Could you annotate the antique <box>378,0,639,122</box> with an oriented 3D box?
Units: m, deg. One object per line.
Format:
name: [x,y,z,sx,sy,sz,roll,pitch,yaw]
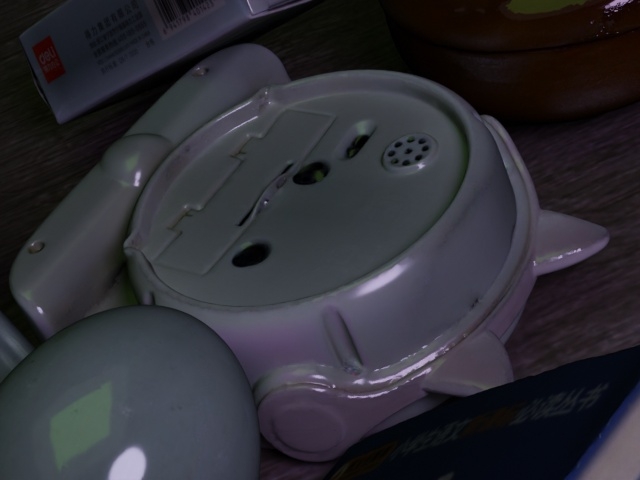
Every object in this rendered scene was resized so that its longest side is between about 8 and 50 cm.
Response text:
antique: [0.152,-0.179,1.006,0.223,0.129,0.278,-28,38,-7]

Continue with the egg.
egg: [-0.108,0.124,0.746,0.149,0.149,0.192,15,79,38]

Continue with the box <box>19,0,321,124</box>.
box: [-0.091,-0.168,1.043,0.135,0.079,0.269,-28,6,-40]

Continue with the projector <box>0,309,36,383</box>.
projector: [-0.275,0.135,0.863,0.250,0.108,0.198,-37,41,-16]

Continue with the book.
book: [-0.045,0.216,0.571,0.428,0.039,0.300,-47,5,-28]

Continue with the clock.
clock: [0.000,0.000,0.885,0.324,0.109,0.265,11,48,35]
